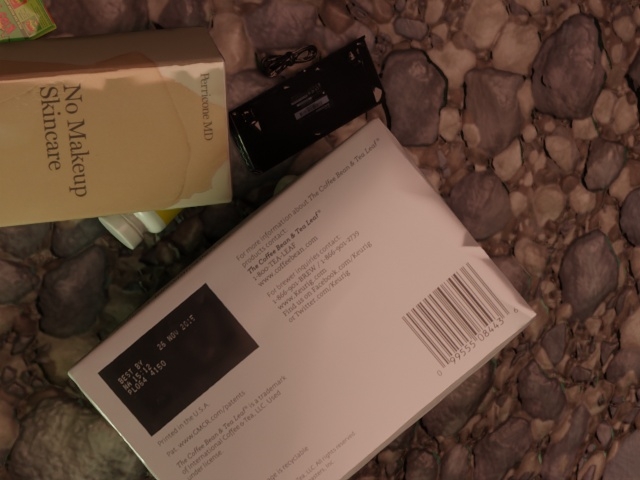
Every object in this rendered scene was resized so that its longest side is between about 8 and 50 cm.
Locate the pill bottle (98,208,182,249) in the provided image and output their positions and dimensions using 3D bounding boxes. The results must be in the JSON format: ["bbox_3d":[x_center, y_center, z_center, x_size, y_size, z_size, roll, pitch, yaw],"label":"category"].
[{"bbox_3d":[-0.166,-0.049,1.294,0.116,0.065,0.065,-48,114,-12],"label":"pill bottle"}]

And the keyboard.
[{"bbox_3d":[-0.020,-0.158,1.373,0.180,0.023,0.108,-32,116,-19],"label":"keyboard"}]

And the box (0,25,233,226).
[{"bbox_3d":[-0.242,-0.102,1.167,0.311,0.121,0.148,-8,115,-10],"label":"box"}]

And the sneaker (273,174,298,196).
[{"bbox_3d":[0.000,0.000,1.385,0.085,0.058,0.152,-12,99,-27],"label":"sneaker"}]

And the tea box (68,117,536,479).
[{"bbox_3d":[-0.018,0.080,1.181,0.329,0.323,0.220,-39,93,0],"label":"tea box"}]

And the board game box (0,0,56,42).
[{"bbox_3d":[-0.333,-0.257,1.196,0.092,0.043,0.181,-33,110,-17],"label":"board game box"}]
